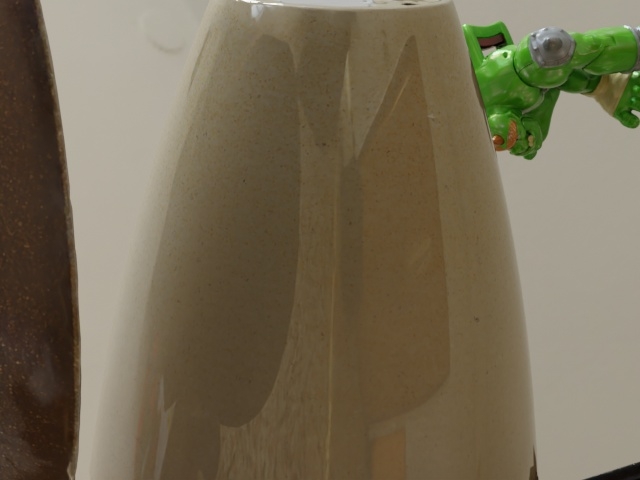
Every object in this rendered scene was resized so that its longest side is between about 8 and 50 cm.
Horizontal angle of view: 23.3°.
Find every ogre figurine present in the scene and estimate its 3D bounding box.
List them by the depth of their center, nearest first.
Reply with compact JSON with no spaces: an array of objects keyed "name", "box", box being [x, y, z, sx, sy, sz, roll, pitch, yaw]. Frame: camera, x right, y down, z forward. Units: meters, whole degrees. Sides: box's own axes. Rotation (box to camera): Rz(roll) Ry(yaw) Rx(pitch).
[{"name":"ogre figurine","box":[0.145,-0.105,1.096,0.197,0.118,0.097,0,-92,47]}]

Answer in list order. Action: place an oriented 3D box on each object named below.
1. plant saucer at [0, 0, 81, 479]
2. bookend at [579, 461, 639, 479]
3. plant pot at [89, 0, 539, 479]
[{"name":"plant saucer","box":[-0.159,-0.019,0.630,0.310,0.050,0.311,172,-90,-69]},{"name":"bookend","box":[0.235,0.258,1.178,0.157,0.072,0.156,-25,-135,36]},{"name":"plant pot","box":[0.000,0.000,0.854,0.256,0.256,0.274,13,-70,34]}]
